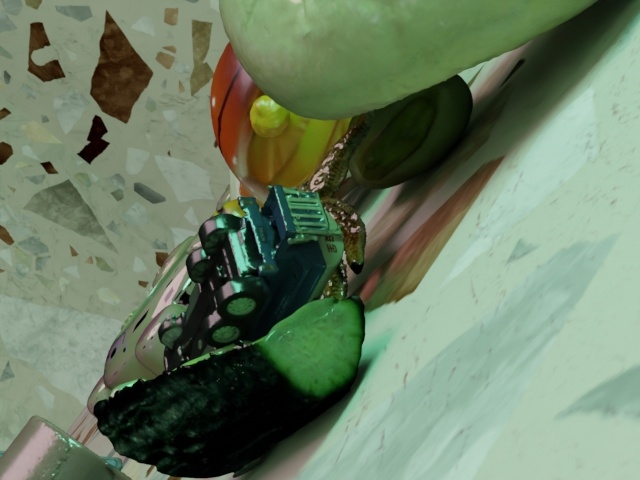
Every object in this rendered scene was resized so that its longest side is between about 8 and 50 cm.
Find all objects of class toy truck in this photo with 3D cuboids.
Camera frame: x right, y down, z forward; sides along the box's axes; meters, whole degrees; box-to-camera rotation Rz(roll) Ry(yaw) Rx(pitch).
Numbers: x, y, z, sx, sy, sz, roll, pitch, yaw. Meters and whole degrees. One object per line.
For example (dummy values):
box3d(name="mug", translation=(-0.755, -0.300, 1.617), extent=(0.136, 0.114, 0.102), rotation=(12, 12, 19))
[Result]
box3d(name="toy truck", translation=(-0.049, 0.043, 0.851), extent=(0.201, 0.088, 0.074), rotation=(-62, 37, 42))

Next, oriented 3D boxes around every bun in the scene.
box3d(name="bun", translation=(0.084, -0.243, 0.860), extent=(0.361, 0.213, 0.361), rotation=(-28, 15, 8))

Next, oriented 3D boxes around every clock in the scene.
box3d(name="clock", translation=(-0.154, 0.076, 1.486), extent=(0.284, 0.114, 0.309), rotation=(-42, 12, 49))

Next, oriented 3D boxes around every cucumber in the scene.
box3d(name="cucumber", translation=(-0.047, 0.093, 0.747), extent=(0.115, 0.085, 0.193), rotation=(-15, -14, -36))

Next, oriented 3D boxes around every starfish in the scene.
box3d(name="starfish", translation=(-0.002, 0.000, 0.937), extent=(0.223, 0.050, 0.216), rotation=(-100, 21, -68))

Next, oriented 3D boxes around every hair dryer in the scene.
box3d(name="hair dryer", translation=(-0.210, 0.252, 0.907), extent=(0.210, 0.125, 0.352), rotation=(-54, 13, -17))

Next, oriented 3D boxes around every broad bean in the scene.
box3d(name="broad bean", translation=(0.073, -0.094, 1.015), extent=(0.124, 0.082, 0.174), rotation=(-49, -4, -2))

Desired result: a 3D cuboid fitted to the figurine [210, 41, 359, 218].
box3d(name="figurine", translation=(-0.012, -0.129, 1.246), extent=(0.320, 0.196, 0.323), rotation=(-47, -6, -19))

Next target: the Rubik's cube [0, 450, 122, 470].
box3d(name="Rubik's cube", translation=(-0.395, 0.362, 1.431), extent=(0.228, 0.229, 0.233), rotation=(6, -93, -54))
